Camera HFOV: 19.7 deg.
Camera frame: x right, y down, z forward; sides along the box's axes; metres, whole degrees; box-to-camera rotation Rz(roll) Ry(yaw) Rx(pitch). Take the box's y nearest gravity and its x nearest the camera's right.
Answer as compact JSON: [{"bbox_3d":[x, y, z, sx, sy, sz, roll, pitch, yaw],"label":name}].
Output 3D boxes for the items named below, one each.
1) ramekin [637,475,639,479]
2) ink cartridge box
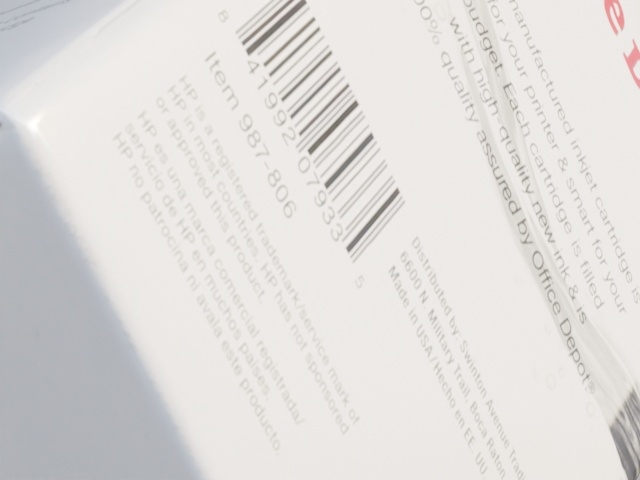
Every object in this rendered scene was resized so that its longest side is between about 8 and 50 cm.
[{"bbox_3d":[0.146,0.045,1.140,0.273,0.273,0.127,20,123,0],"label":"ramekin"},{"bbox_3d":[0.000,0.000,0.713,0.166,0.395,0.285,-11,113,35],"label":"ink cartridge box"}]
